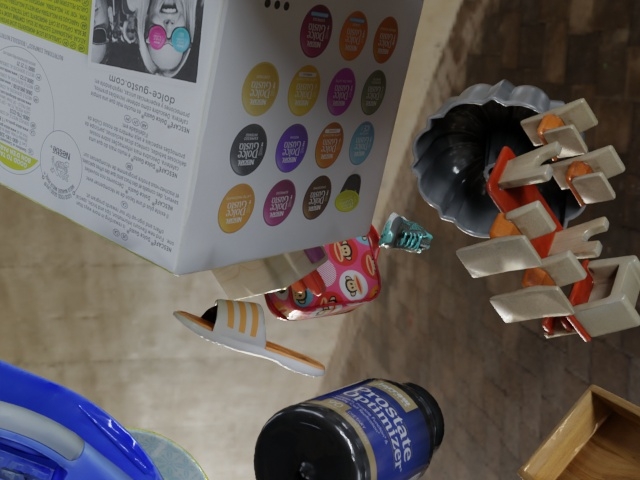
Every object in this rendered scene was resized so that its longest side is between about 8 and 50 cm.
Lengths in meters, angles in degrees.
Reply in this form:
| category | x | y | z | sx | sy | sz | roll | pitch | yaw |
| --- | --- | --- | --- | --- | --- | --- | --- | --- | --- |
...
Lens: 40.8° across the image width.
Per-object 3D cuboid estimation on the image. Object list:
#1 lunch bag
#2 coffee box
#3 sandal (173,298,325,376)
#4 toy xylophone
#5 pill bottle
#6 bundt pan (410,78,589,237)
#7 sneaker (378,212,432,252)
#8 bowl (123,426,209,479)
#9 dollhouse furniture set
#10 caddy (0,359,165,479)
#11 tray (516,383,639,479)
| category | x | y | z | sx | sy | sz | roll | pitch | yaw |
| --- | --- | --- | --- | --- | --- | --- | --- | --- | --- |
| lunch bag | 0.000 | 0.000 | 1.671 | 0.120 | 0.258 | 0.293 | -33 | 67 | 54 |
| coffee box | -0.132 | -0.190 | 0.950 | 0.338 | 0.338 | 0.334 | 23 | 109 | 31 |
| sandal | -0.100 | 0.136 | 1.330 | 0.102 | 0.265 | 0.076 | 19 | 86 | 65 |
| toy xylophone | -0.123 | -0.002 | 1.403 | 0.323 | 0.081 | 0.236 | -2 | 119 | 58 |
| pill bottle | 0.040 | 0.207 | 0.870 | 0.219 | 0.123 | 0.122 | -4 | -85 | -59 |
| bundt pan | 0.340 | -0.156 | 1.590 | 0.330 | 0.331 | 0.124 | 102 | -168 | -46 |
| sneaker | 0.153 | -0.008 | 1.500 | 0.166 | 0.076 | 0.065 | -14 | -55 | -69 |
| bowl | -0.306 | 0.431 | 1.269 | 0.156 | 0.290 | 0.289 | 133 | 136 | -61 |
| dollhouse furniture set | 0.280 | 0.003 | 1.052 | 0.135 | 0.259 | 0.262 | -16 | 31 | 44 |
| caddy | -0.261 | 0.189 | 0.636 | 0.179 | 0.341 | 0.241 | -48 | 32 | 15 |
| tray | 0.457 | 0.357 | 1.269 | 0.203 | 0.076 | 0.411 | -49 | 9 | -3 |
